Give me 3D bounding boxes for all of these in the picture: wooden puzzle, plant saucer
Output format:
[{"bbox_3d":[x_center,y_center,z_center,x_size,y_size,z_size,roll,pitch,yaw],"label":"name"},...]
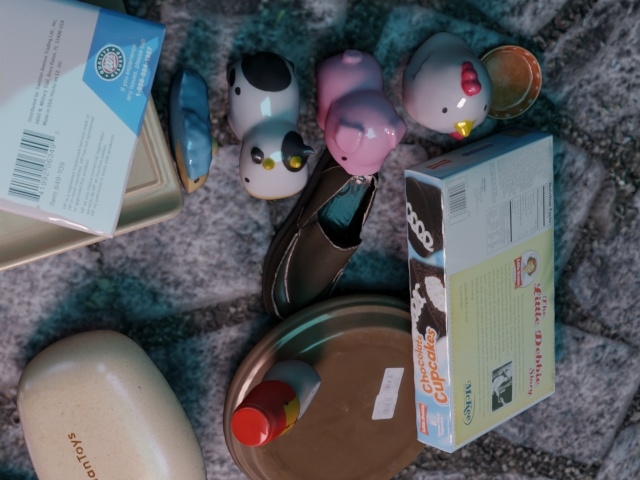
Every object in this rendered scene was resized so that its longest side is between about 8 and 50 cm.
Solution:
[{"bbox_3d":[-0.273,-0.109,1.585,0.220,0.044,0.239,-18,97,-6],"label":"wooden puzzle"},{"bbox_3d":[0.202,-0.175,1.734,0.083,0.013,0.084,-5,112,-13],"label":"plant saucer"},{"bbox_3d":[0.027,0.186,1.775,0.277,0.041,0.278,-11,122,-17],"label":"plant saucer"}]

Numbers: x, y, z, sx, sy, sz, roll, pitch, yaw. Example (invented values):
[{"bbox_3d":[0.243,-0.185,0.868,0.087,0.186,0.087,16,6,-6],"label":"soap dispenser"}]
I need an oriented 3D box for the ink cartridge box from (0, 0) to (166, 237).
[{"bbox_3d":[-0.298,-0.136,1.456,0.270,0.197,0.198,15,94,-9],"label":"ink cartridge box"}]

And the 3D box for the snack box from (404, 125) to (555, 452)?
[{"bbox_3d":[0.181,0.053,1.744,0.187,0.060,0.322,-22,117,-39],"label":"snack box"}]

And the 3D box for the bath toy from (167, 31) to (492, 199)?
[{"bbox_3d":[0.022,-0.130,1.628,0.348,0.129,0.151,-10,99,-13],"label":"bath toy"}]

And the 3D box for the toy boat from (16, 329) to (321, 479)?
[{"bbox_3d":[-0.154,0.204,1.668,0.318,0.148,0.268,-17,97,23],"label":"toy boat"}]

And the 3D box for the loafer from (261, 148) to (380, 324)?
[{"bbox_3d":[0.000,0.000,1.707,0.080,0.078,0.220,16,104,-20],"label":"loafer"}]
